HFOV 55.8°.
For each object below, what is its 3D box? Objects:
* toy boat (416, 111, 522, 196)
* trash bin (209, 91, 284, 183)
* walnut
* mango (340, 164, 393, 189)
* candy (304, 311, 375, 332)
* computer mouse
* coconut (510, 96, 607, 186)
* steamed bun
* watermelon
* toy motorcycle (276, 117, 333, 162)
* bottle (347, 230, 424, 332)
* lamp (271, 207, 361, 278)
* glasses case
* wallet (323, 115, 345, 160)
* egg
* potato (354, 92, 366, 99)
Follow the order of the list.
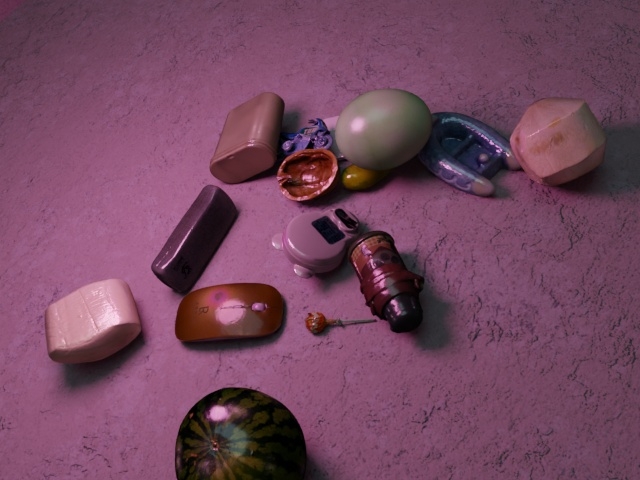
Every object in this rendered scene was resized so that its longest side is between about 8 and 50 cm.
[{"bbox_3d":[0.402,-0.267,1.710,0.215,0.123,0.330,-40,57,-9],"label":"toy boat"},{"bbox_3d":[-0.228,-0.326,1.919,0.244,0.121,0.247,-20,46,34],"label":"trash bin"},{"bbox_3d":[-0.023,-0.184,1.802,0.212,0.087,0.167,-3,70,30],"label":"walnut"},{"bbox_3d":[0.138,-0.194,1.776,0.165,0.074,0.091,-16,47,-9],"label":"mango"},{"bbox_3d":[0.050,0.209,1.561,0.185,0.049,0.055,-3,87,8],"label":"candy"},{"bbox_3d":[-0.254,0.198,1.639,0.311,0.071,0.158,-6,58,12],"label":"computer mouse"},{"bbox_3d":[0.609,-0.263,1.570,0.242,0.241,0.241,-8,56,12],"label":"coconut"},{"bbox_3d":[-0.625,0.236,1.676,0.250,0.154,0.200,-25,57,-8],"label":"steamed bun"},{"bbox_3d":[-0.172,0.466,1.308,0.286,0.285,0.284,-8,56,12],"label":"watermelon"},{"bbox_3d":[-0.058,-0.313,1.892,0.255,0.092,0.135,-6,55,36],"label":"toy motorcycle"},{"bbox_3d":[0.178,0.107,1.522,0.156,0.143,0.271,-41,48,20],"label":"bottle"},{"bbox_3d":[0.000,0.001,1.664,0.246,0.108,0.179,-30,70,-25],"label":"lamp"},{"bbox_3d":[-0.365,-0.008,1.770,0.074,0.131,0.323,12,62,34],"label":"glasses case"},{"bbox_3d":[0.058,-0.323,1.909,0.124,0.032,0.182,-8,57,20],"label":"wallet"},{"bbox_3d":[0.174,-0.307,1.673,0.270,0.220,0.220,-10,55,6],"label":"egg"},{"bbox_3d":[0.156,-0.385,1.841,0.137,0.176,0.137,6,103,27],"label":"potato"}]
